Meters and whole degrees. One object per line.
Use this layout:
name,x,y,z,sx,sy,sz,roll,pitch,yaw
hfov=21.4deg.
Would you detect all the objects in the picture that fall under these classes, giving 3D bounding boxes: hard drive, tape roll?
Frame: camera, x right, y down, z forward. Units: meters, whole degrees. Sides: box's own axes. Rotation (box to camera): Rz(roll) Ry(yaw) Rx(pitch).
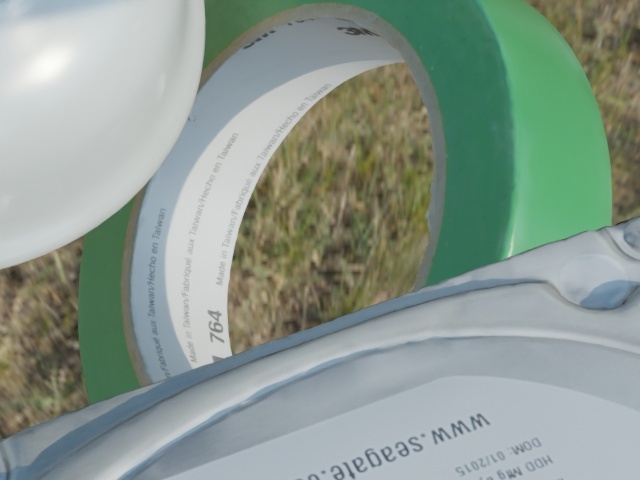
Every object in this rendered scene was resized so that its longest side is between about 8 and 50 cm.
hard drive,0.065,0.150,0.355,0.237,0.064,0.339,-18,50,-15
tape roll,0.000,0.000,0.887,0.321,0.077,0.321,-20,62,42

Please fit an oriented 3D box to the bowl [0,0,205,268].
bowl,-0.191,-0.142,0.802,0.298,0.134,0.297,5,66,-11
